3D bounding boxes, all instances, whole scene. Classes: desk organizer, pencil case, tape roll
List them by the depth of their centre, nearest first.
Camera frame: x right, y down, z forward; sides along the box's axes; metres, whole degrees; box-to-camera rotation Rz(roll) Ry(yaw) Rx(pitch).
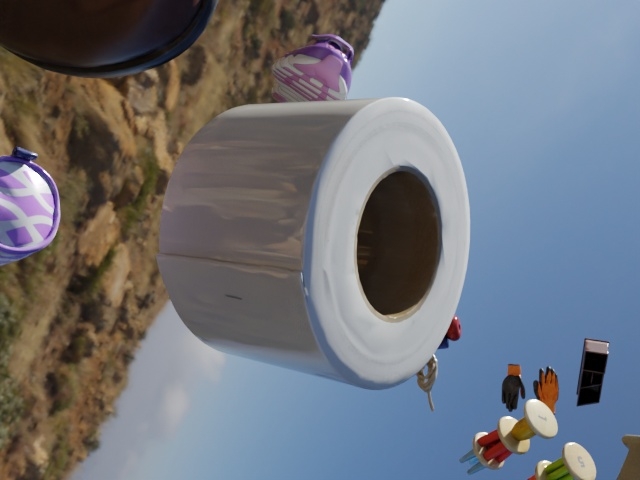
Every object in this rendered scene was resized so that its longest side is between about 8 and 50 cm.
[{"bbox_3d":[-0.311,-0.012,0.660,0.206,0.088,0.086,-15,-106,39],"label":"pencil case"},{"bbox_3d":[0.003,-0.002,0.687,0.169,0.246,0.246,6,-113,39],"label":"tape roll"},{"bbox_3d":[0.530,0.261,1.494,0.050,0.047,0.130,-47,141,-61],"label":"desk organizer"}]

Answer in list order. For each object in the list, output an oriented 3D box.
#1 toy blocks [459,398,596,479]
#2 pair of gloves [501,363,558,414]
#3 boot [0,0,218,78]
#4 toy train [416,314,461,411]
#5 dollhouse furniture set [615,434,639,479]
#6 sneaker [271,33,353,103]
[{"bbox_3d":[0.259,0.289,0.989,0.054,0.123,0.148,-28,164,-49],"label":"toy blocks"},{"bbox_3d":[0.312,0.221,1.144,0.010,0.083,0.074,47,48,-56],"label":"pair of gloves"},{"bbox_3d":[-0.197,-0.161,0.276,0.096,0.264,0.280,-62,163,4],"label":"boot"},{"bbox_3d":[0.155,0.139,1.189,0.143,0.105,0.248,27,57,-66],"label":"toy train"},{"bbox_3d":[0.456,0.341,0.895,0.135,0.259,0.262,-1,-130,56],"label":"dollhouse furniture set"},{"bbox_3d":[0.001,-0.218,0.967,0.104,0.095,0.236,-53,-172,-3],"label":"sneaker"}]
